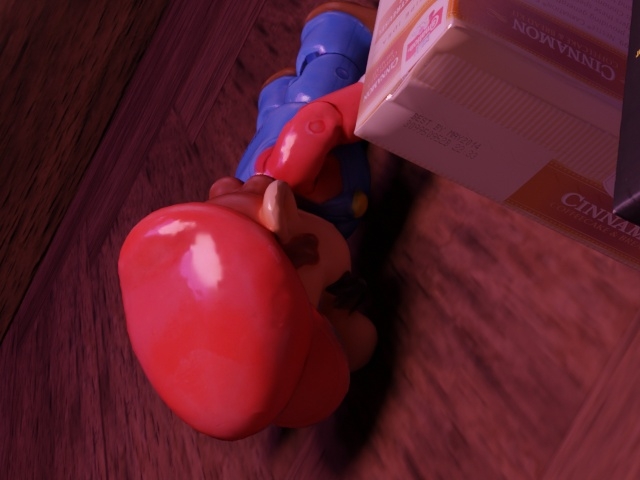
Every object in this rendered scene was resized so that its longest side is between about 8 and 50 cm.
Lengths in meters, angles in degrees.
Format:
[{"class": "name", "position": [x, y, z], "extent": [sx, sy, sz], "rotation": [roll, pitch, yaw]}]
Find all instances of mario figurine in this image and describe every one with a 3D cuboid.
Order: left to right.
[{"class": "mario figurine", "position": [0.000, 0.000, 0.790], "extent": [0.320, 0.170, 0.198], "rotation": [-69, -22, -48]}]

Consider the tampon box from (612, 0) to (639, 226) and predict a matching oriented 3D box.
[{"class": "tampon box", "position": [0.163, -0.076, 0.373], "extent": [0.120, 0.101, 0.161], "rotation": [-42, 29, 53]}]

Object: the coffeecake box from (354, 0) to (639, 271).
[{"class": "coffeecake box", "position": [0.101, -0.096, 0.511], "extent": [0.068, 0.142, 0.185], "rotation": [-46, 25, 48]}]
